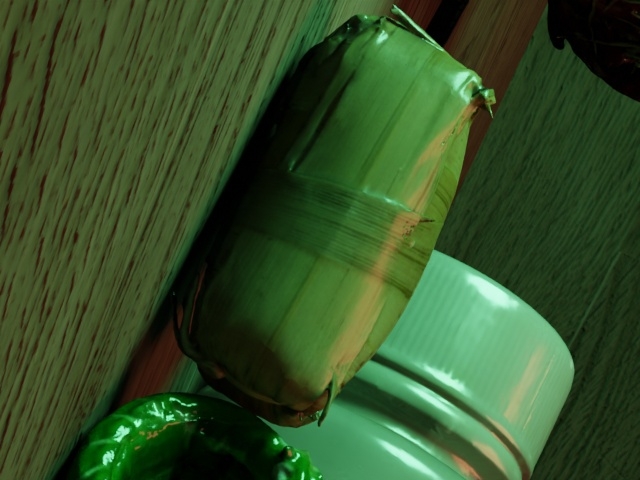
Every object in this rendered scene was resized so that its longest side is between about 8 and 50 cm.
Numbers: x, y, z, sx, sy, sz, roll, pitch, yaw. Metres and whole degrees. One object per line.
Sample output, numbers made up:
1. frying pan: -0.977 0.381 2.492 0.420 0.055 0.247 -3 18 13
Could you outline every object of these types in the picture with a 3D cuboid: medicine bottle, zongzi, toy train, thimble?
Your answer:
1. medicine bottle: -0.005 0.179 1.072 0.340 0.208 0.208 -61 174 -20
2. zongzi: 0.000 0.000 0.935 0.194 0.099 0.197 -62 -179 -13
3. toy train: 0.090 -0.157 1.374 0.083 0.017 0.017 -61 -179 -26
4. thimble: -0.062 0.133 0.837 0.130 0.118 0.090 -25 152 -43

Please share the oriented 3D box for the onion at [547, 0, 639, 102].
1. onion: 0.242 -0.216 1.308 0.281 0.221 0.281 -9 90 -75
